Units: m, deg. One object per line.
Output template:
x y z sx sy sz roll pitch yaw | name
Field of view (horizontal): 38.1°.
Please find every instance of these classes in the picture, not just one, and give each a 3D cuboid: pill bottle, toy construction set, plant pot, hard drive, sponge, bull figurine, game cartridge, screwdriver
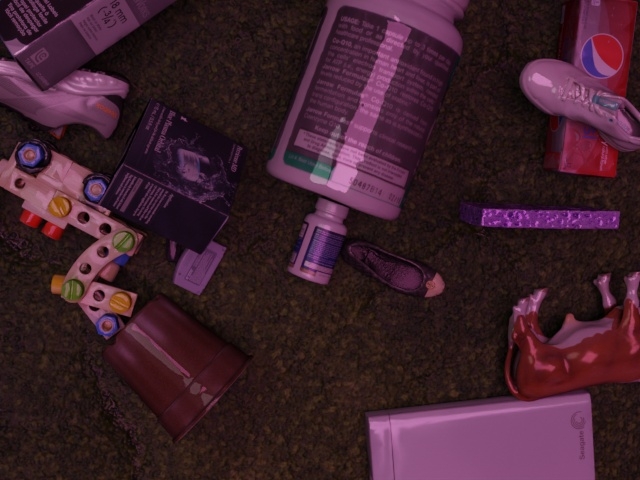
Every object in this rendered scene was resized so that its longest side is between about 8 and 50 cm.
0.000 0.000 1.379 0.067 0.067 0.120 20 93 -8 | pill bottle
-0.385 -0.017 1.301 0.328 0.151 0.215 28 92 -19 | toy construction set
-0.211 0.173 1.331 0.165 0.167 0.167 44 89 -1 | plant pot
0.076 -0.226 1.298 0.204 0.204 0.361 20 93 -8 | pill bottle
0.253 0.366 1.453 0.353 0.047 0.233 -5 96 -7 | hard drive
0.323 -0.037 1.388 0.210 0.117 0.031 2 96 -7 | sponge
0.430 0.151 1.428 0.310 0.101 0.188 -13 93 -8 | bull figurine
-0.183 0.035 1.377 0.056 0.017 0.083 30 91 -34 | game cartridge
-0.216 -0.052 1.372 0.025 0.024 0.169 -2 94 -35 | screwdriver

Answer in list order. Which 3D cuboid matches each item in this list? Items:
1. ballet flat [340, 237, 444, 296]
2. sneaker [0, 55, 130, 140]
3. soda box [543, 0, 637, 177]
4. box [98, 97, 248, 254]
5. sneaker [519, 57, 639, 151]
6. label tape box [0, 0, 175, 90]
0.109 0.046 1.404 0.173 0.049 0.057 22 93 -8 | ballet flat
-0.410 -0.201 1.299 0.272 0.100 0.108 8 100 -7 | sneaker
0.404 -0.228 1.397 0.092 0.083 0.263 6 95 -6 | soda box
-0.200 -0.090 1.284 0.158 0.156 0.093 27 131 -16 | box
0.385 -0.196 1.308 0.212 0.094 0.080 27 93 -7 | sneaker
-0.306 -0.393 1.232 0.334 0.106 0.240 -36 70 -5 | label tape box
